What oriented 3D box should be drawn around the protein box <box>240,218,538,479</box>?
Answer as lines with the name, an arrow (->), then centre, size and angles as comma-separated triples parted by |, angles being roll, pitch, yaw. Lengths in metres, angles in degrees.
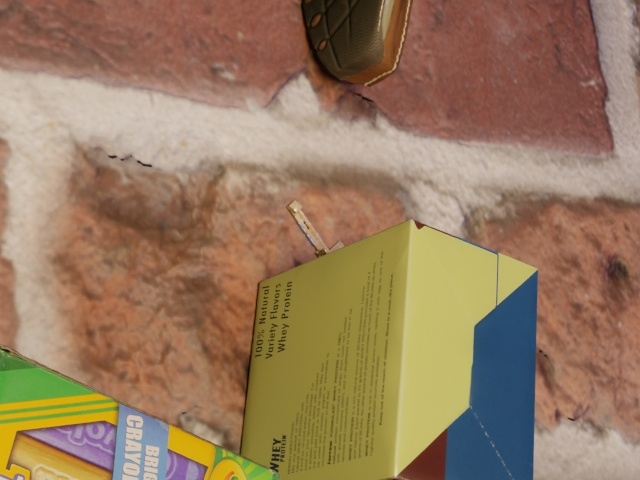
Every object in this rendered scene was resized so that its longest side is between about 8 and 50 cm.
protein box -> 0.052, 0.118, 1.123 | 0.136, 0.201, 0.199 | 20, 63, -32

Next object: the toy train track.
toy train track -> 0.000, 0.000, 1.247 | 0.083, 0.014, 0.048 | 54, 50, -10

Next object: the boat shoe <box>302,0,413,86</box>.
boat shoe -> 0.065, -0.295, 1.334 | 0.120, 0.123, 0.323 | 19, 65, -36

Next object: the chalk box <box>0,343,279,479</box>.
chalk box -> -0.155, 0.217, 0.932 | 0.289, 0.180, 0.179 | 31, 57, -30
